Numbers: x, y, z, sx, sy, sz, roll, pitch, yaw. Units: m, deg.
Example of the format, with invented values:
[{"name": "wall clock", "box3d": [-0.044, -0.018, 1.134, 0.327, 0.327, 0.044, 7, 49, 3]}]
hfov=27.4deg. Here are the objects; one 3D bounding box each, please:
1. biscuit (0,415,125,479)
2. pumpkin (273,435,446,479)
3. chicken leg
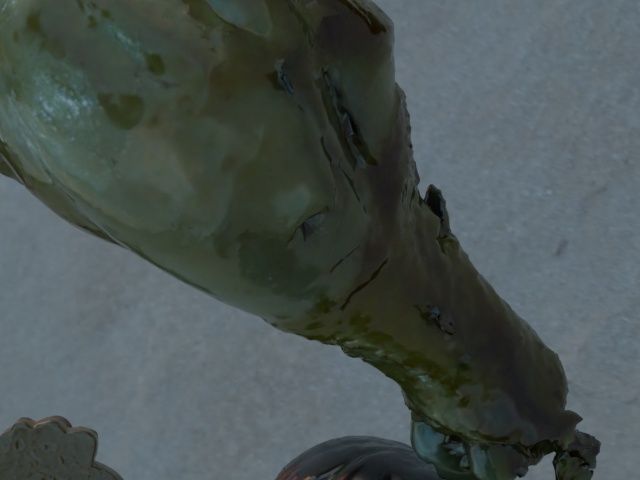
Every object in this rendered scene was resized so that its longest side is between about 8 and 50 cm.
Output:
[{"name": "biscuit", "box3d": [-0.206, 0.199, 0.923, 0.050, 0.170, 0.170, -161, 86, -82]}, {"name": "pumpkin", "box3d": [0.057, 0.219, 0.872, 0.220, 0.220, 0.162, 25, 84, 42]}, {"name": "chicken leg", "box3d": [0.000, 0.000, 0.675, 0.201, 0.429, 0.153, -42, 28, 6]}]
